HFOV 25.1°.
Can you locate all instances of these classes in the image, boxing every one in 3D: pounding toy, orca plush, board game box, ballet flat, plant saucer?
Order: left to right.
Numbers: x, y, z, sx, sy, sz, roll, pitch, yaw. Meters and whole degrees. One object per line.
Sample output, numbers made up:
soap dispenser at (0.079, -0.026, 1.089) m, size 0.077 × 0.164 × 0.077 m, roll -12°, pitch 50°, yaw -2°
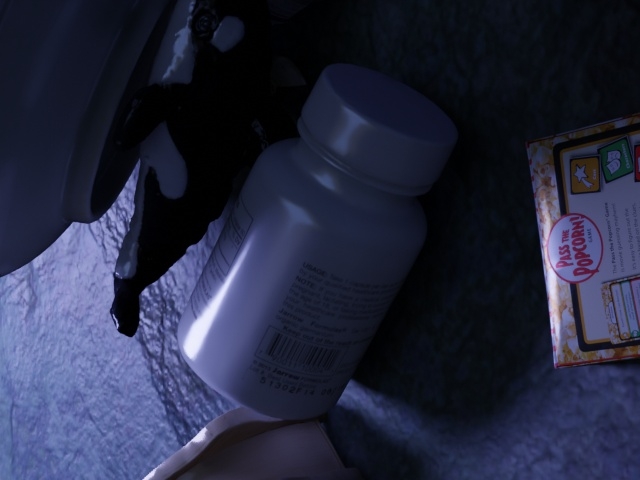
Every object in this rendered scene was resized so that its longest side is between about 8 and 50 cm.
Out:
plant saucer at (-0.176, -0.128, 1.088) m, size 0.100 × 0.400 × 0.400 m, roll 23°, pitch 111°, yaw 0°
orca plush at (-0.081, -0.054, 1.050) m, size 0.102 × 0.151 × 0.287 m, roll 27°, pitch 103°, yaw 16°
pounding toy at (-0.073, 0.255, 1.080) m, size 0.269 × 0.154 × 0.155 m, roll -41°, pitch 60°, yaw 16°
ballet flat at (-0.035, -0.054, 1.098) m, size 0.057 × 0.049 × 0.173 m, roll 4°, pitch 92°, yaw 44°
board game box at (0.217, -0.007, 0.846) m, size 0.193 × 0.045 × 0.146 m, roll -12°, pitch 81°, yaw 45°

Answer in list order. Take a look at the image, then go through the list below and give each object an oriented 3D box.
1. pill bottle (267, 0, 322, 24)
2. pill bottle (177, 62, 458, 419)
pill bottle at (-0.021, -0.208, 1.066) m, size 0.137 × 0.078 × 0.078 m, roll -26°, pitch 72°, yaw 43°
pill bottle at (0.000, 0.000, 1.005) m, size 0.131 × 0.131 × 0.229 m, roll 46°, pitch 121°, yaw 35°
